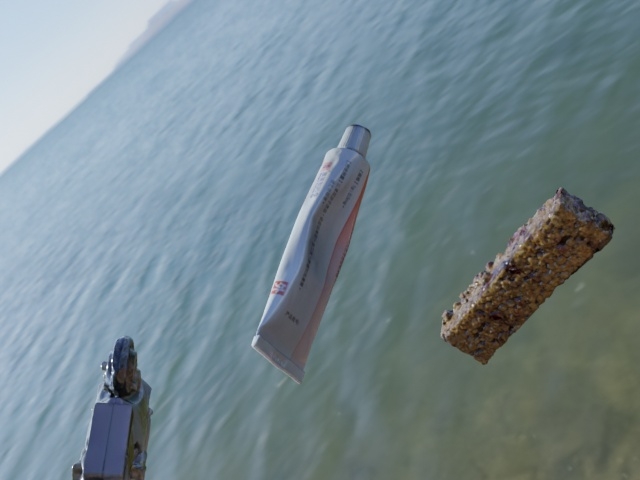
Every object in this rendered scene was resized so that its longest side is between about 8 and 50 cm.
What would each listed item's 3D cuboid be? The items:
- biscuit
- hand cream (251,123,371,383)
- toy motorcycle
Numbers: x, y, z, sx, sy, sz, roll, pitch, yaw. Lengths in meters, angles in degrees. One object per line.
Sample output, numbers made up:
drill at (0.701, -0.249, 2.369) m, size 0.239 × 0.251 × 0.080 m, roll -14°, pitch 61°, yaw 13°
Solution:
biscuit at (0.187, 0.038, 0.752) m, size 0.199 × 0.064 × 0.034 m, roll -55°, pitch 10°, yaw 34°
hand cream at (0.002, 0.000, 0.617) m, size 0.038 × 0.052 × 0.216 m, roll -37°, pitch 28°, yaw 58°
toy motorcycle at (-0.219, 0.223, 0.859) m, size 0.152 × 0.073 × 0.225 m, roll 109°, pitch 165°, yaw -66°
